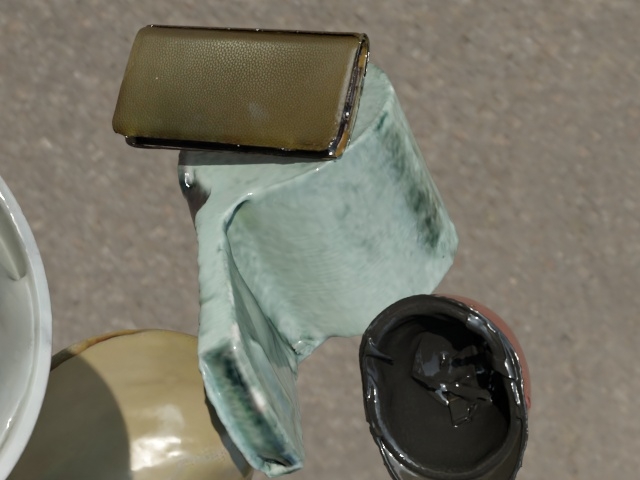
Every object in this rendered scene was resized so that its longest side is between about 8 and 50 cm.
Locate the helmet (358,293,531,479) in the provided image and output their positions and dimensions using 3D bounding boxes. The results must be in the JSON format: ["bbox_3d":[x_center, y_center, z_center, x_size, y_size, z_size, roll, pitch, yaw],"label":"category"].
[{"bbox_3d":[0.052,0.059,0.658,0.049,0.065,0.084,-14,92,-67],"label":"helmet"}]

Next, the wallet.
[{"bbox_3d":[-0.064,-0.121,1.381,0.031,0.198,0.110,52,47,-60],"label":"wallet"}]

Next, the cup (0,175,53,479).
[{"bbox_3d":[-0.312,0.078,0.891,0.253,0.253,0.371,-2,163,-30],"label":"cup"}]

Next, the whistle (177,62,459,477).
[{"bbox_3d":[-0.030,0.011,1.420,0.404,0.188,0.168,-56,132,-39],"label":"whistle"}]

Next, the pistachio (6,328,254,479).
[{"bbox_3d":[-0.180,0.183,1.458,0.288,0.166,0.197,-21,95,-1],"label":"pistachio"}]
